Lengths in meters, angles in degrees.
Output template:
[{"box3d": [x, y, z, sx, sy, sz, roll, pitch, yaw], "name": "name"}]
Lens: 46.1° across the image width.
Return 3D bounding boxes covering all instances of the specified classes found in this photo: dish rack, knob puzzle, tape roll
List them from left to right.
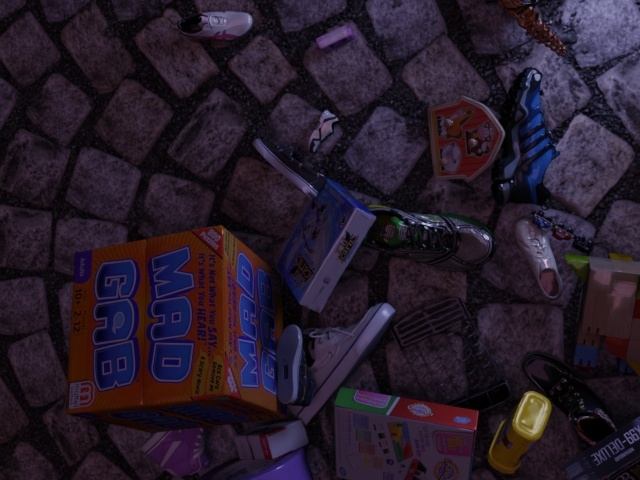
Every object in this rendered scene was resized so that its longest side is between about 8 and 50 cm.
[{"box3d": [-0.158, 0.570, 1.767, 0.275, 0.275, 0.090, -20, 88, 15], "name": "tape roll"}, {"box3d": [0.292, 0.274, 1.741, 0.208, 0.074, 0.271, -27, 86, 13], "name": "dish rack"}, {"box3d": [0.320, -0.226, 1.679, 0.213, 0.030, 0.213, 7, 100, 45], "name": "knob puzzle"}]

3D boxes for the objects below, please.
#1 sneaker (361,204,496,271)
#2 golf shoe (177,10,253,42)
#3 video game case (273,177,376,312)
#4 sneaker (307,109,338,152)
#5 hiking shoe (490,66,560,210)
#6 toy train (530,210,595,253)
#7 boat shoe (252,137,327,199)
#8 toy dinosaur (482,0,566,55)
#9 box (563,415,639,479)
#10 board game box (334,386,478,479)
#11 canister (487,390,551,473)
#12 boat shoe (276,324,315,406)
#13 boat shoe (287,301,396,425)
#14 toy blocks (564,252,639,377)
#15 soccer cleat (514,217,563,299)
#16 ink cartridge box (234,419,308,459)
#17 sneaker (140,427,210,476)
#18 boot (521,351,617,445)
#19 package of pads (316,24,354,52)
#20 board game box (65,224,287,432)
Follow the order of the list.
[{"box3d": [0.223, -0.001, 1.706, 0.344, 0.146, 0.134, 8, 95, 13], "name": "sneaker"}, {"box3d": [-0.257, -0.521, 1.831, 0.186, 0.086, 0.067, -6, 90, 13], "name": "golf shoe"}, {"box3d": [0.000, 0.000, 1.708, 0.061, 0.269, 0.244, 25, 101, -23], "name": "video game case"}, {"box3d": [0.006, -0.256, 1.802, 0.044, 0.040, 0.109, 29, 100, 9], "name": "sneaker"}, {"box3d": [0.463, -0.226, 1.665, 0.132, 0.113, 0.303, 8, 101, -1], "name": "hiking shoe"}, {"box3d": [0.534, -0.017, 1.671, 0.158, 0.027, 0.036, 31, 73, 1], "name": "toy train"}, {"box3d": [-0.070, -0.189, 1.786, 0.076, 0.080, 0.228, -48, 56, 2], "name": "boat shoe"}, {"box3d": [0.458, -0.561, 1.639, 0.219, 0.164, 0.321, -27, 105, 29], "name": "toy dinosaur"}, {"box3d": [0.668, 0.468, 1.550, 0.242, 0.307, 0.076, -38, 44, 13], "name": "box"}, {"box3d": [0.192, 0.471, 1.729, 0.317, 0.064, 0.242, 7, 123, 14], "name": "board game box"}, {"box3d": [0.435, 0.418, 1.644, 0.073, 0.126, 0.169, 28, 142, 13], "name": "canister"}, {"box3d": [-0.055, 0.290, 1.728, 0.065, 0.083, 0.183, -10, 66, 34], "name": "boat shoe"}, {"box3d": [0.020, 0.260, 1.790, 0.156, 0.136, 0.367, 41, 111, 12], "name": "boat shoe"}, {"box3d": [0.701, 0.186, 1.596, 0.382, 0.191, 0.260, 7, 106, 14], "name": "toy blocks"}, {"box3d": [0.490, 0.040, 1.675, 0.068, 0.076, 0.196, -24, 87, 14], "name": "soccer cleat"}, {"box3d": [-0.120, 0.478, 1.807, 0.151, 0.109, 0.063, -19, 87, 50], "name": "ink cartridge box"}, {"box3d": [-0.308, 0.483, 1.902, 0.161, 0.102, 0.282, 44, 109, 1], "name": "sneaker"}, {"box3d": [0.540, 0.341, 1.626, 0.236, 0.178, 0.085, 40, 102, 9], "name": "boot"}, {"box3d": [0.035, -0.475, 1.776, 0.083, 0.050, 0.031, -22, 88, 15], "name": "package of pads"}, {"box3d": [-0.306, 0.218, 1.690, 0.357, 0.356, 0.356, -10, 68, 14], "name": "board game box"}]
